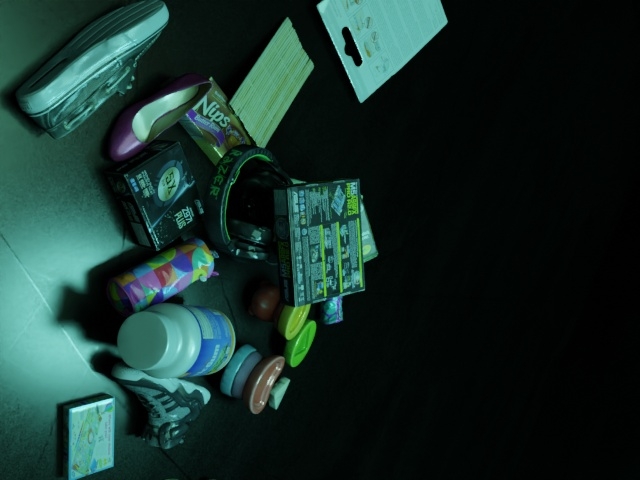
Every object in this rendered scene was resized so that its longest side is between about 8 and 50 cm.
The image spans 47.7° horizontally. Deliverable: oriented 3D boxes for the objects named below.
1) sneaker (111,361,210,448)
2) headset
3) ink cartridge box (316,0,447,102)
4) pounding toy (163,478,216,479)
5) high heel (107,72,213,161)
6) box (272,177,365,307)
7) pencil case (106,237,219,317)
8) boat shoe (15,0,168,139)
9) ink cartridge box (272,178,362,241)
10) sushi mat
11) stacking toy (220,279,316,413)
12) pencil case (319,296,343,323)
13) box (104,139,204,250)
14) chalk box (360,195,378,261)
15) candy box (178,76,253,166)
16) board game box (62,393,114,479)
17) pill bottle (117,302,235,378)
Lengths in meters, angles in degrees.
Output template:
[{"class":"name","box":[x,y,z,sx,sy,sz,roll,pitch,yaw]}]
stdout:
[{"class":"sneaker","box":[-0.355,0.359,1.553,0.268,0.101,0.153,36,69,-49]},{"class":"headset","box":[-0.123,-0.046,1.650,0.243,0.185,0.394,-66,155,-21]},{"class":"ink cartridge box","box":[0.154,-0.608,1.940,0.385,0.091,0.308,-45,130,-18]},{"class":"pounding toy","box":[-0.314,0.652,1.660,0.237,0.110,0.183,10,91,-48]},{"class":"high heel","box":[-0.318,-0.245,1.448,0.244,0.117,0.082,-50,131,-29]},{"class":"box","box":[0.000,0.000,1.655,0.216,0.060,0.270,-12,102,-40]},{"class":"pencil case","box":[-0.328,0.077,1.523,0.236,0.104,0.104,-29,119,-38]},{"class":"boat shoe","box":[-0.408,-0.321,1.352,0.335,0.121,0.119,-44,137,-19]},{"class":"ink cartridge box","box":[-0.014,-0.059,1.881,0.235,0.056,0.171,12,89,-24]},{"class":"sushi mat","box":[-0.108,-0.365,1.691,0.151,0.019,0.317,55,49,-38]},{"class":"stacking toy","box":[-0.137,0.269,1.814,0.309,0.130,0.279,-61,162,-15]},{"class":"pencil case","box":[0.034,0.148,1.966,0.064,0.070,0.152,-7,103,-47]},{"class":"box","box":[-0.335,-0.094,1.493,0.147,0.077,0.180,-40,126,-37]},{"class":"chalk box","box":[0.046,0.001,1.814,0.132,0.132,0.213,-22,105,-23]},{"class":"candy box","box":[-0.232,-0.255,1.592,0.109,0.053,0.187,-58,137,-23]},{"class":"board game box","box":[-0.475,0.403,1.487,0.103,0.026,0.154,-5,102,-47]},{"class":"pill bottle","box":[-0.294,0.206,1.486,0.272,0.152,0.152,22,82,-71]}]
